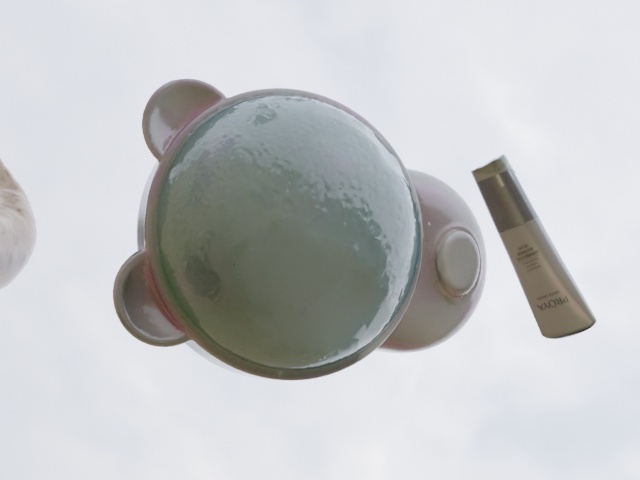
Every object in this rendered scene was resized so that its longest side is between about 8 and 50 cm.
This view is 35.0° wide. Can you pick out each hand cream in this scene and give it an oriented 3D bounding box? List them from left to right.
[{"bbox_3d":[0.276,0.010,1.329,0.079,0.048,0.255,-26,-90,42],"label":"hand cream"}]

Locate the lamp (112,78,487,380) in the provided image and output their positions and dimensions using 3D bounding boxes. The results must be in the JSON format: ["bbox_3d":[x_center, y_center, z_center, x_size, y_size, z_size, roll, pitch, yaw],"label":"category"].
[{"bbox_3d":[0.002,0.000,0.626,0.246,0.179,0.108,13,-9,-25],"label":"lamp"}]

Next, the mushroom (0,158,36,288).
[{"bbox_3d":[-0.321,-0.072,0.729,0.146,0.278,0.278,-41,-80,4],"label":"mushroom"}]
